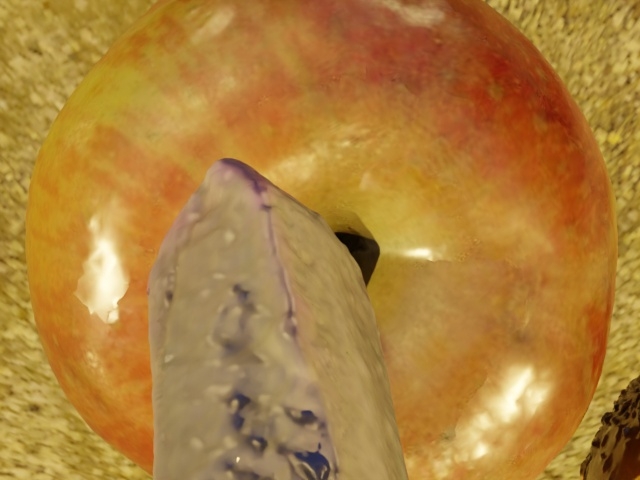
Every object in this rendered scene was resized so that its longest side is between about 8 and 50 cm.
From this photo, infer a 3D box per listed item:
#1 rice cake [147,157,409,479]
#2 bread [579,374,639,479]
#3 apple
[{"bbox_3d":[-0.005,0.126,0.320,0.064,0.070,0.399,-27,40,17],"label":"rice cake"},{"bbox_3d":[0.242,0.119,0.717,0.192,0.314,0.171,0,101,40],"label":"bread"},{"bbox_3d":[0.000,0.000,0.694,0.302,0.301,0.301,0,76,-1],"label":"apple"}]
